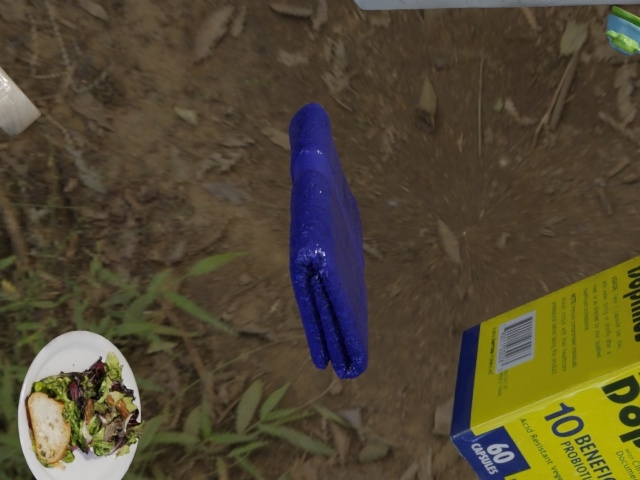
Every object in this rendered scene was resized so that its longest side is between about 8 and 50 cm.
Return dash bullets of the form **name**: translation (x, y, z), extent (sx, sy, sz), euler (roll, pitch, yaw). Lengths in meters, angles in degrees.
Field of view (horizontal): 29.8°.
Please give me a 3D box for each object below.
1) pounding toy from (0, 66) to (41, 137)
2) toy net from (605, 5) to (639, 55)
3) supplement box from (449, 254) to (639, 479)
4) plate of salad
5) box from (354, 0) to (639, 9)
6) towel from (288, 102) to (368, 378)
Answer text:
- **pounding toy**: translation (-0.211, -0.063, 0.420), extent (0.155, 0.269, 0.154), euler (-41, 53, -5)
- **toy net**: translation (0.436, -0.200, 1.402), extent (0.232, 0.122, 0.045), euler (29, 101, 1)
- **supplement box**: translation (0.330, 0.144, 1.168), extent (0.356, 0.195, 0.194), euler (-26, 111, 23)
- **plate of salad**: translation (-0.270, 0.204, 1.403), extent (0.048, 0.200, 0.200), euler (-9, 89, 33)
- **box**: translation (0.182, -0.292, 0.852), extent (0.345, 0.168, 0.215), euler (2, 85, 14)
- **towel**: translation (0.000, 0.000, 1.526), extent (0.076, 0.308, 0.228), euler (-13, 129, 10)
